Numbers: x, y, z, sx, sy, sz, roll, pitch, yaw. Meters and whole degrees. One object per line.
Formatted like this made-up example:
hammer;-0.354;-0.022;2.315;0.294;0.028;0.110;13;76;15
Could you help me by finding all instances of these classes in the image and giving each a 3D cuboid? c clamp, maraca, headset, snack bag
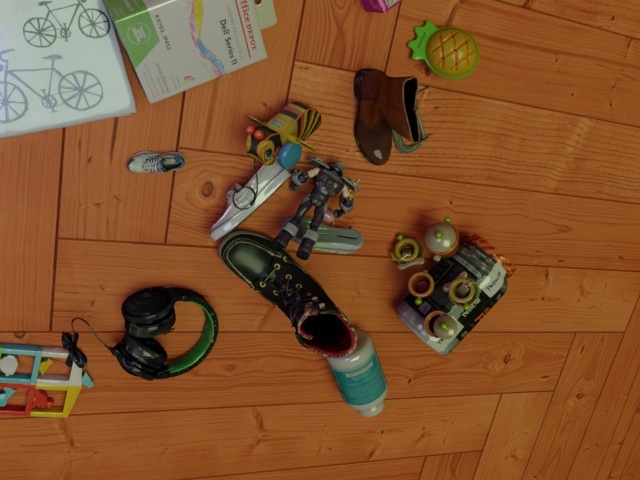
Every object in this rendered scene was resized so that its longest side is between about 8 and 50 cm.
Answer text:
c clamp;0.253;-0.319;1.627;0.137;0.022;0.160;-22;117;-13
maraca;0.318;-0.490;1.544;0.186;0.099;0.127;22;94;-3
headset;-0.430;0.246;1.488;0.394;0.185;0.243;5;109;-36
snack bag;-0.585;-0.400;1.243;0.323;0.037;0.342;-16;113;-17

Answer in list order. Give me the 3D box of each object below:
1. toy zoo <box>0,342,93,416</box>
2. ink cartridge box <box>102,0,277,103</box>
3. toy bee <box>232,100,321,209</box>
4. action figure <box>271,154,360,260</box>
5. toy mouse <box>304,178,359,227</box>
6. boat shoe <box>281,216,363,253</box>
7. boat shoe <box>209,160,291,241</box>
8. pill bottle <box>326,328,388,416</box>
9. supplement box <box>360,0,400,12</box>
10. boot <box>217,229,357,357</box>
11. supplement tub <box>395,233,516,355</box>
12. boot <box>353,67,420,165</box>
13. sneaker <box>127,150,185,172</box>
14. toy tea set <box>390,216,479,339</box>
toy zoo;-0.722;0.351;1.500;0.293;0.030;0.192;11;107;-25
ink cartridge box;-0.245;-0.461;1.273;0.354;0.119;0.207;-26;141;-11
toy bee;-0.104;-0.230;1.401;0.162;0.195;0.298;71;32;-59
action figure;-0.014;-0.095;1.537;0.185;0.099;0.285;30;75;0
toy mouse;0.026;-0.102;1.618;0.143;0.031;0.160;10;107;-26
boat shoe;0.000;0.000;1.622;0.226;0.083;0.075;15;146;-9
boat shoe;-0.192;-0.106;1.504;0.258;0.095;0.084;-44;94;-9
pill bottle;0.116;0.404;1.799;0.146;0.146;0.264;-26;118;-11
supplement box;0.187;-0.647;1.413;0.220;0.111;0.114;-37;121;-4
boot;-0.078;0.137;1.527;0.138;0.284;0.377;-46;121;2
supplement tub;0.403;0.157;1.780;0.338;0.207;0.207;-48;120;3
boot;0.180;-0.281;1.463;0.096;0.280;0.264;-10;114;-18
sneaker;-0.382;-0.182;1.403;0.135;0.058;0.052;-12;115;-17
toy tea set;0.319;0.101;1.644;0.200;0.335;0.124;-24;157;13
